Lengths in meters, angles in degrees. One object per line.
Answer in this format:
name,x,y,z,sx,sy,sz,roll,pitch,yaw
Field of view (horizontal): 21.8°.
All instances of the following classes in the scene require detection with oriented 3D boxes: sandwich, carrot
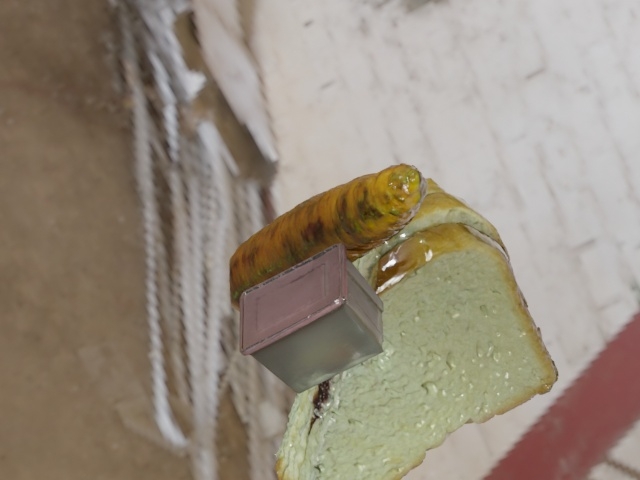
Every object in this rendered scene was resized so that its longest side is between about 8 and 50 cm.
sandwich,0.054,0.103,1.479,0.254,0.288,0.100,57,-2,-42
carrot,0.000,0.000,1.211,0.066,0.314,0.066,6,74,-21

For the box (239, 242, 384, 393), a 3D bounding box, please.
box,-0.003,0.054,1.093,0.063,0.084,0.060,47,25,-32
